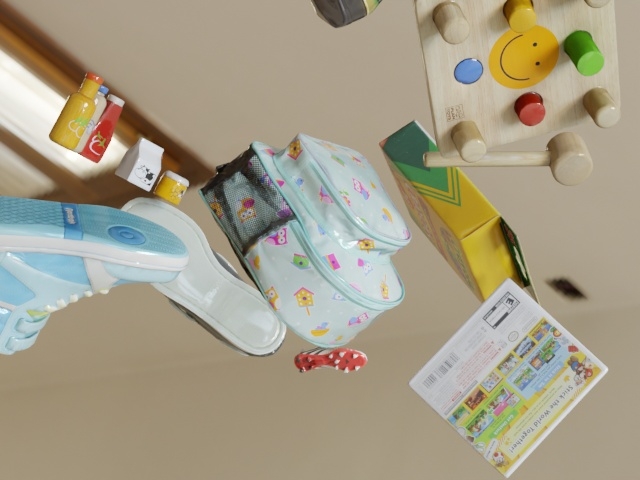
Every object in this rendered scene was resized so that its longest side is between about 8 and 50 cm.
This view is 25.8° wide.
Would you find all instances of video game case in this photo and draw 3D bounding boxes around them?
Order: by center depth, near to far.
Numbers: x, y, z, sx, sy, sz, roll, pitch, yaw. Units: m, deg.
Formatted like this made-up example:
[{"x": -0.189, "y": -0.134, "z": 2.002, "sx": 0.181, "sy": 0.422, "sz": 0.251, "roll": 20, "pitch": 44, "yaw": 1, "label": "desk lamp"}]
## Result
[{"x": 0.282, "y": 0.206, "z": 2.110, "sx": 0.227, "sy": 0.206, "sz": 0.026, "roll": -46, "pitch": 168, "yaw": -3, "label": "video game case"}]

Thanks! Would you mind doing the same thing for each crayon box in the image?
[{"x": 0.224, "y": -0.027, "z": 2.243, "sx": 0.081, "sy": 0.202, "sz": 0.318, "roll": -33, "pitch": -133, "yaw": -5, "label": "crayon box"}]

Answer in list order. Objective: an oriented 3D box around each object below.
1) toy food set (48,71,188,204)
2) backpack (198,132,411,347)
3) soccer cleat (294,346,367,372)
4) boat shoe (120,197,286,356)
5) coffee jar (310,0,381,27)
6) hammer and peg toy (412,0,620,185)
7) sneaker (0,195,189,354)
[{"x": -0.271, "y": -0.144, "z": 1.930, "sx": 0.111, "sy": 0.232, "sz": 0.104, "roll": 26, "pitch": -92, "yaw": 52, "label": "toy food set"}, {"x": 0.000, "y": 0.000, "z": 1.307, "sx": 0.144, "sy": 0.166, "sz": 0.188, "roll": -31, "pitch": -111, "yaw": 22, "label": "backpack"}, {"x": 0.012, "y": 0.127, "z": 1.526, "sx": 0.083, "sy": 0.029, "sz": 0.035, "roll": -6, "pitch": -156, "yaw": 18, "label": "soccer cleat"}, {"x": -0.178, "y": 0.062, "z": 2.024, "sx": 0.114, "sy": 0.302, "sz": 0.091, "roll": -42, "pitch": 174, "yaw": -14, "label": "boat shoe"}, {"x": 0.063, "y": -0.283, "z": 1.316, "sx": 0.184, "sy": 0.096, "sz": 0.079, "roll": -34, "pitch": -144, "yaw": -8, "label": "coffee jar"}, {"x": 0.262, "y": -0.196, "z": 1.831, "sx": 0.266, "sy": 0.361, "sz": 0.127, "roll": -14, "pitch": -142, "yaw": -2, "label": "hammer and peg toy"}, {"x": -0.344, "y": 0.062, "z": 1.842, "sx": 0.127, "sy": 0.319, "sz": 0.208, "roll": -103, "pitch": -155, "yaw": -66, "label": "sneaker"}]
